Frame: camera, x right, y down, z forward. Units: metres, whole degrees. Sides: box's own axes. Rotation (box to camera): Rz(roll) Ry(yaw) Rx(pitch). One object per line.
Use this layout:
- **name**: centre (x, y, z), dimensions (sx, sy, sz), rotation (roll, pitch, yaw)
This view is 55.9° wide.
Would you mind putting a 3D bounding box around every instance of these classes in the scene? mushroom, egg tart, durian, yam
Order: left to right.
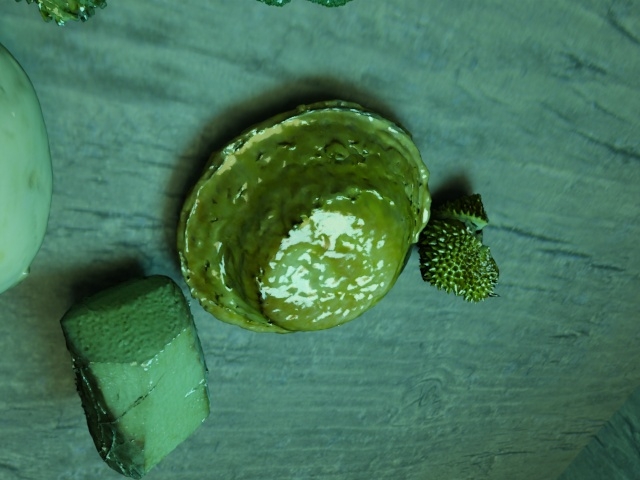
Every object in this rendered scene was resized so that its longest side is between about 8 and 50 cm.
- **mushroom**: centre (-0.449, -0.072, 0.592), dimensions (0.336, 0.314, 0.314), rotation (-3, 131, 0)
- **yam**: centre (-0.288, 0.192, 0.929), dimensions (0.202, 0.201, 0.271), rotation (-37, 150, -37)
- **egg tart**: centre (0.000, 0.000, 0.940), dimensions (0.443, 0.178, 0.443), rotation (-14, 130, -17)
- **durian**: centre (0.252, 0.031, 1.122), dimensions (0.138, 0.193, 0.237), rotation (-14, 124, 12)

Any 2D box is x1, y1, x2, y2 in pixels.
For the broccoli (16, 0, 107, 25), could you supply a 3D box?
- **broccoli**: centre (-0.306, -0.315, 0.450), dimensions (0.252, 0.221, 0.361), rotation (-18, 171, 33)

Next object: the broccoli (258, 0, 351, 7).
- **broccoli**: centre (-0.007, -0.369, 0.610), dimensions (0.270, 0.270, 0.270), rotation (39, 104, -10)
